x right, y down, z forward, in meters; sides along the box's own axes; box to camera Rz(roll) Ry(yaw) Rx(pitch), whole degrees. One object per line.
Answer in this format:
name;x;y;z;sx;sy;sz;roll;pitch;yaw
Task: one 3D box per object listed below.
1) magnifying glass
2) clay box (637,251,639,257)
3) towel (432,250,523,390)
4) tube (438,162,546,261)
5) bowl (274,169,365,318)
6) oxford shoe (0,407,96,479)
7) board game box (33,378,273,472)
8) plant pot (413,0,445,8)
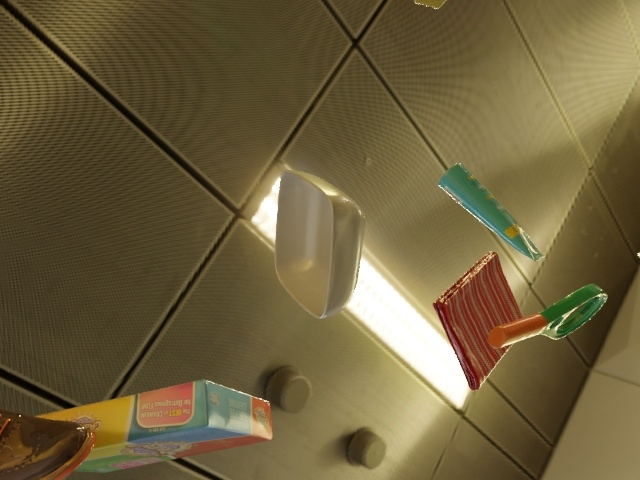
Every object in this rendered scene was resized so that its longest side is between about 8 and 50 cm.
magnifying glass;0.296;0.104;0.838;0.231;0.026;0.092;-6;-44;-39
clay box;0.607;0.039;1.067;0.053;0.127;0.222;-45;-15;5
towel;0.337;0.157;1.336;0.275;0.031;0.198;-32;-79;-46
tube;0.283;-0.041;1.065;0.080;0.207;0.052;-14;-34;-55
bowl;0.000;0.000;0.703;0.053;0.142;0.141;-5;-68;-27
oxford shoe;-0.406;0.249;0.795;0.097;0.272;0.098;-76;-29;-54
board game box;-0.263;0.291;0.989;0.242;0.317;0.064;49;-151;-62
plant pot;0.204;-0.471;1.181;0.081;0.082;0.083;-68;-5;-63
